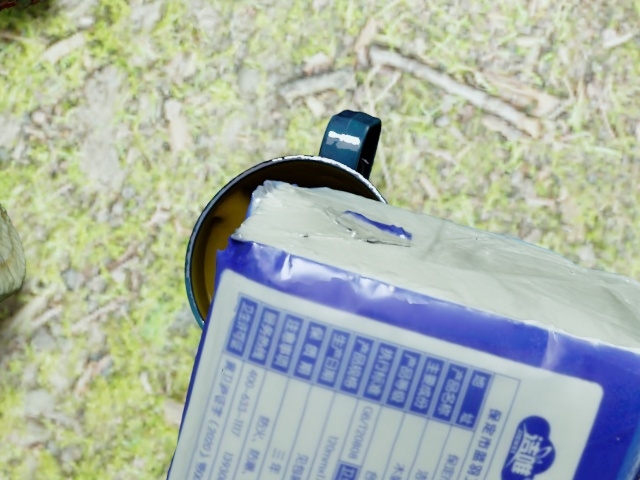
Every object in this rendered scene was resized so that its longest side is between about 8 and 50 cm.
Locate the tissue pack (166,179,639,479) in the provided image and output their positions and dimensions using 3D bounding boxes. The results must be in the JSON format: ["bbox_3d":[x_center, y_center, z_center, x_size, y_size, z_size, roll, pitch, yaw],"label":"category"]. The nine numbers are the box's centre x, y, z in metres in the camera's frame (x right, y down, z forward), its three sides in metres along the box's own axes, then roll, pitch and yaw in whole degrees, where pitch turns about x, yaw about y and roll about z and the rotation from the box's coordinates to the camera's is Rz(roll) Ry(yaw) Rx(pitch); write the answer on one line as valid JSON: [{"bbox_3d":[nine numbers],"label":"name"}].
[{"bbox_3d":[0.027,0.125,0.647,0.209,0.137,0.270,14,109,-4],"label":"tissue pack"}]

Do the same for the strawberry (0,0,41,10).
[{"bbox_3d":[-0.202,-0.182,0.848,0.096,0.083,0.083,34,88,37],"label":"strawberry"}]

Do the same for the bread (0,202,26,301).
[{"bbox_3d":[-0.264,0.003,0.794,0.141,0.148,0.134,-27,101,2],"label":"bread"}]

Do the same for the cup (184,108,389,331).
[{"bbox_3d":[0.006,0.009,0.772,0.150,0.138,0.113,-44,82,0],"label":"cup"}]
